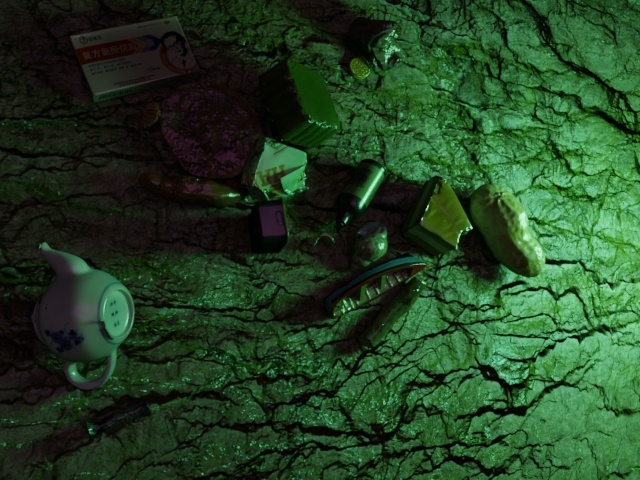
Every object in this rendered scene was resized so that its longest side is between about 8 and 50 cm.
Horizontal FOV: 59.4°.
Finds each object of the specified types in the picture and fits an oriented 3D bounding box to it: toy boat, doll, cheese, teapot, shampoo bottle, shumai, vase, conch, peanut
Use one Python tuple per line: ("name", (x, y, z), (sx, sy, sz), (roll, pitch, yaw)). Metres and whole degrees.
("toy boat", (0.185, 0.141, 1.885), (0.392, 0.136, 0.079), (-26, 54, -22))
("doll", (-0.148, -0.353, 1.918), (0.096, 0.070, 0.195), (9, 80, -32))
("cheese", (-0.001, -0.001, 1.881), (0.084, 0.060, 0.041), (0, 82, -14))
("teapot", (-0.664, 0.205, 1.519), (0.280, 0.252, 0.423), (-5, 102, 14))
("shampoo bottle", (0.124, -0.150, 1.939), (0.101, 0.101, 0.283), (34, 68, -8))
("shumai", (0.202, -0.731, 2.105), (0.184, 0.218, 0.185), (-23, 127, -47))
("vase", (-0.561, 0.495, 1.561), (0.167, 0.059, 0.059), (-20, 83, -22))
("conch", (0.171, 0.017, 1.915), (0.116, 0.106, 0.173), (10, 53, 4))
("peanut", (0.689, -0.037, 2.054), (0.170, 0.192, 0.387), (-28, 86, -31))

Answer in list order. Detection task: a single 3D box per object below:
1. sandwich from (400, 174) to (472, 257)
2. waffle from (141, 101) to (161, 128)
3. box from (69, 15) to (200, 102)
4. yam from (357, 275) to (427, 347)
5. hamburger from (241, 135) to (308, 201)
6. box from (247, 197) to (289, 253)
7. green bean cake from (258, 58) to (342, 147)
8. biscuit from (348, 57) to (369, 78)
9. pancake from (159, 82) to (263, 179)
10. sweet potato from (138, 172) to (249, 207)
("sandwich", (0.432, -0.081, 1.999), (0.198, 0.155, 0.227), (31, 69, -11))
("waffle", (-0.546, -0.406, 1.802), (0.078, 0.016, 0.085), (-20, 69, 22))
("box", (-0.600, -0.595, 1.829), (0.353, 0.069, 0.214), (-21, 83, -24))
("yam", (0.248, 0.241, 1.899), (0.067, 0.071, 0.317), (32, 63, 31))
("hamburger", (-0.139, -0.224, 1.841), (0.235, 0.125, 0.214), (9, 108, -36))
("box", (-0.168, -0.040, 1.760), (0.090, 0.201, 0.144), (-5, 79, -16))
("green bean cake", (-0.071, -0.453, 1.878), (0.247, 0.156, 0.249), (-3, 68, -58))
("biscuit", (0.146, -0.650, 2.118), (0.084, 0.023, 0.084), (5, 73, -17))
("pancake", (-0.354, -0.364, 1.852), (0.356, 0.065, 0.356), (4, 75, -13))
("sweet potato", (-0.389, -0.156, 1.767), (0.355, 0.095, 0.106), (5, 34, -21))
